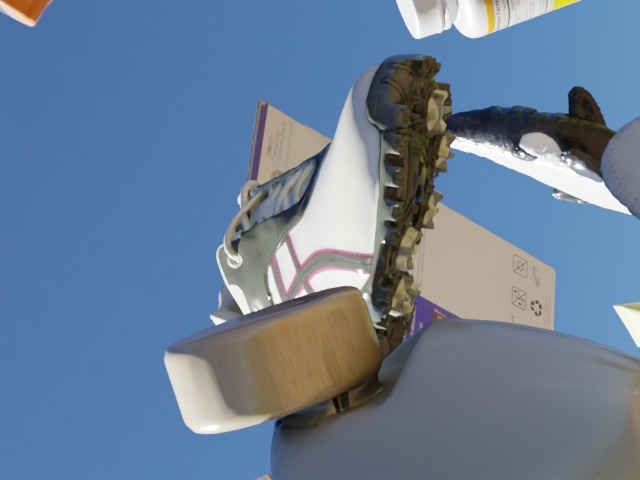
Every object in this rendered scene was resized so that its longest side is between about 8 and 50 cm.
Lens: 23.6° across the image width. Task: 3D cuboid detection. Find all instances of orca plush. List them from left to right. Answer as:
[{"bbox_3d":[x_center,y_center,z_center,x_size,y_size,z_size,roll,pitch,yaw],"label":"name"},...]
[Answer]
[{"bbox_3d":[0.254,-0.113,1.637,0.151,0.287,0.102,41,-111,-59],"label":"orca plush"}]

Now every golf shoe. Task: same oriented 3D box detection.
[{"bbox_3d":[0.000,0.000,0.833,0.273,0.120,0.105,101,-169,-52],"label":"golf shoe"}]

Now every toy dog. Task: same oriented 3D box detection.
[{"bbox_3d":[0.112,0.064,0.580,0.161,0.333,0.220,-30,-60,-61],"label":"toy dog"}]

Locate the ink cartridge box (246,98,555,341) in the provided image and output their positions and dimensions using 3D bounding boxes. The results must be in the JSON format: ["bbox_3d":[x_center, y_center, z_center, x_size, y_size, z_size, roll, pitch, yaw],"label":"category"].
[{"bbox_3d":[0.050,0.038,1.175,0.332,0.065,0.165,30,-125,-34],"label":"ink cartridge box"}]

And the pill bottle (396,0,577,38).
[{"bbox_3d":[0.171,-0.252,1.352,0.117,0.215,0.117,160,90,-87],"label":"pill bottle"}]

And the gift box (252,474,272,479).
[{"bbox_3d":[-0.040,0.289,0.770,0.258,0.255,0.276,-21,-44,-25],"label":"gift box"}]

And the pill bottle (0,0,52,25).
[{"bbox_3d":[-0.168,-0.269,1.038,0.246,0.130,0.130,-58,-30,-2],"label":"pill bottle"}]

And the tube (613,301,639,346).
[{"bbox_3d":[0.420,0.080,1.525,0.062,0.240,0.070,-39,-59,-59],"label":"tube"}]
